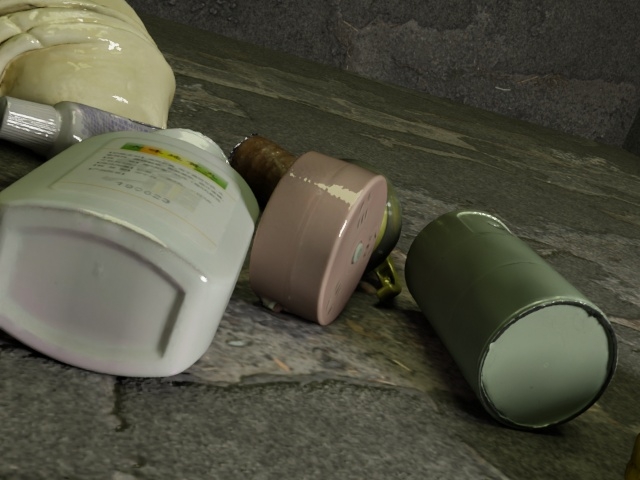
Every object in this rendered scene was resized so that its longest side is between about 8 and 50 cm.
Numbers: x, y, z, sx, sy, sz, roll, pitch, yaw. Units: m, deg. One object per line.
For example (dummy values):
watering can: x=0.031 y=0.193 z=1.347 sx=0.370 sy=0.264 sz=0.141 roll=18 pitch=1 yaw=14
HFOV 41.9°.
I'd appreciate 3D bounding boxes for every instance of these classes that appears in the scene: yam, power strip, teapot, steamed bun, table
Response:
yam: x=-0.053 y=-0.077 z=1.065 sx=0.084 sy=0.084 sz=0.127 roll=-1 pitch=31 yaw=-47
power strip: x=0.000 y=0.000 z=0.772 sx=0.078 sy=0.154 sz=0.154 roll=21 pitch=18 yaw=14
teapot: x=0.038 y=-0.007 z=0.907 sx=0.165 sy=0.130 sz=0.119 roll=60 pitch=15 yaw=15
steamed bun: x=-0.321 y=-0.224 z=1.016 sx=0.276 sy=0.203 sz=0.289 roll=3 pitch=24 yaw=-41
table: x=0.167 y=0.065 z=0.783 sx=0.126 sy=0.126 sz=0.220 roll=13 pitch=18 yaw=-17

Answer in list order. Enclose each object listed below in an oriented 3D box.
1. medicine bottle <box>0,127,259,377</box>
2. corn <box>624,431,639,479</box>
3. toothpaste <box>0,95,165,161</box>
medicine bottle: x=-0.149 y=-0.014 z=0.708 sx=0.179 sy=0.124 sz=0.324 roll=19 pitch=19 yaw=-5
corn: x=0.347 y=0.162 z=0.679 sx=0.131 sy=0.131 sz=0.344 roll=29 pitch=19 yaw=29
toothpaste: x=-0.216 y=-0.097 z=0.910 sx=0.282 sy=0.099 sz=0.068 roll=16 pitch=-15 yaw=-41
